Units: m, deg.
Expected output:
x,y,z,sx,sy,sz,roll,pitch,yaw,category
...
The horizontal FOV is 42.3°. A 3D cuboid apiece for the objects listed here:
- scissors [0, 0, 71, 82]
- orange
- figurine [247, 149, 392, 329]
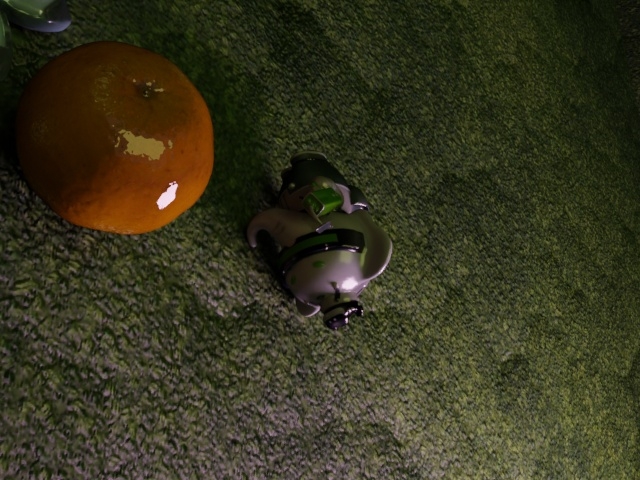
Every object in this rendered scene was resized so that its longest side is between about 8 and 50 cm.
x,y,z,sx,sy,sz,roll,pitch,yaw,category
-0.337,-0.287,0.619,0.360,0.029,0.191,54,40,-23,scissors
-0.163,-0.077,0.658,0.159,0.136,0.159,20,50,-26,orange
0.000,0.000,0.847,0.126,0.147,0.192,5,57,-37,figurine
